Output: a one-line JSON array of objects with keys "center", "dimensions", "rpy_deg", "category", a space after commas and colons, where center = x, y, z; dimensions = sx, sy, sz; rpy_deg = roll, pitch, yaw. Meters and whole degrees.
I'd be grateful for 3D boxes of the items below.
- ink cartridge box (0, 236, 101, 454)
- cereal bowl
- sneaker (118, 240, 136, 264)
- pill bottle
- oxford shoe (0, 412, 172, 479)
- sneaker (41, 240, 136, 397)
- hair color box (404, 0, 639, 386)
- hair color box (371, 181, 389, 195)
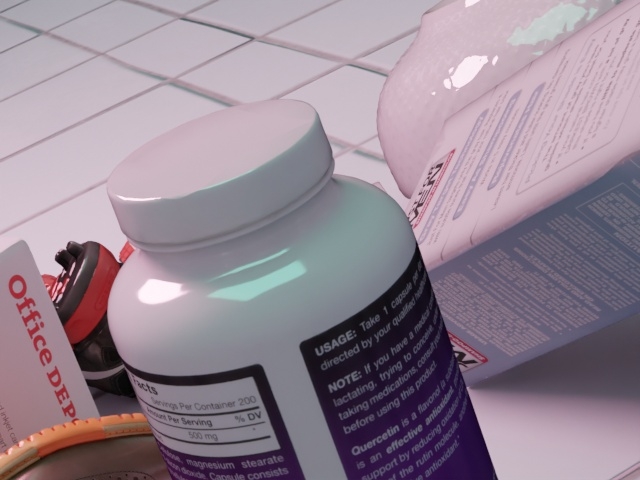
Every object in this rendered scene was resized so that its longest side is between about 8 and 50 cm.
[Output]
[{"center": [-0.335, 0.143, 1.417], "dimensions": [0.197, 0.198, 0.270], "rpy_deg": [0, 29, 42], "category": "ink cartridge box"}, {"center": [0.191, -0.176, 1.678], "dimensions": [0.339, 0.141, 0.339], "rpy_deg": [-29, 8, 5], "category": "cereal bowl"}, {"center": [-0.116, 0.006, 1.652], "dimensions": [0.093, 0.088, 0.225], "rpy_deg": [-66, 27, 6], "category": "sneaker"}, {"center": [-0.009, 0.089, 1.095], "dimensions": [0.181, 0.323, 0.181], "rpy_deg": [-17, 22, 7], "category": "pill bottle"}, {"center": [-0.210, 0.228, 1.267], "dimensions": [0.363, 0.130, 0.133], "rpy_deg": [-23, 58, -30], "category": "oxford shoe"}, {"center": [-0.192, 0.081, 1.577], "dimensions": [0.276, 0.135, 0.098], "rpy_deg": [-27, 38, 63], "category": "sneaker"}, {"center": [0.186, -0.046, 1.264], "dimensions": [0.374, 0.113, 0.185], "rpy_deg": [-32, 27, 57], "category": "hair color box"}, {"center": [0.000, 0.000, 1.674], "dimensions": [0.141, 0.043, 0.072], "rpy_deg": [-20, 22, -3], "category": "hair color box"}]
